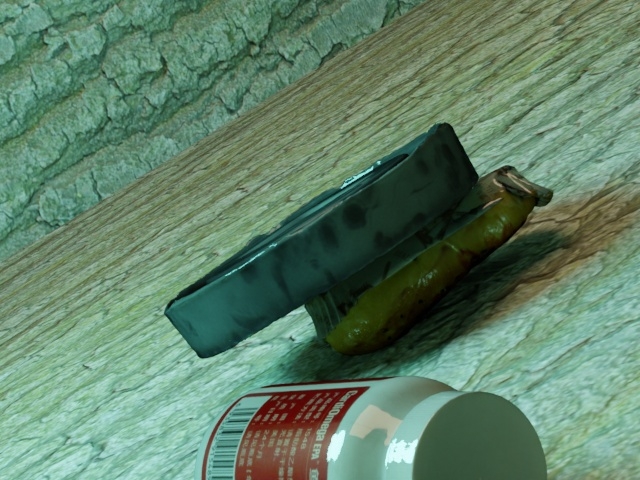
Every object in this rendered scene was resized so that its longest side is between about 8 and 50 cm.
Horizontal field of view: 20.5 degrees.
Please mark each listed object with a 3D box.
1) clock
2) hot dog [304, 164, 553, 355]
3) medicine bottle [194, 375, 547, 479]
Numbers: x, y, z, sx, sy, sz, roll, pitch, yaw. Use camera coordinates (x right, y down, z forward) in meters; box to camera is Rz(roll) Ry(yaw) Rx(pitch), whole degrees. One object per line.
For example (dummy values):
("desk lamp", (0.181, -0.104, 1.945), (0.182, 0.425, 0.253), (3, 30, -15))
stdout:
("clock", (0.000, 0.000, 1.663), (0.325, 0.067, 0.325), (-33, 4, 2))
("hot dog", (0.103, 0.019, 1.695), (0.270, 0.082, 0.162), (-34, 5, -9))
("medicine bottle", (0.027, 0.156, 1.161), (0.131, 0.131, 0.250), (-35, 14, -32))
